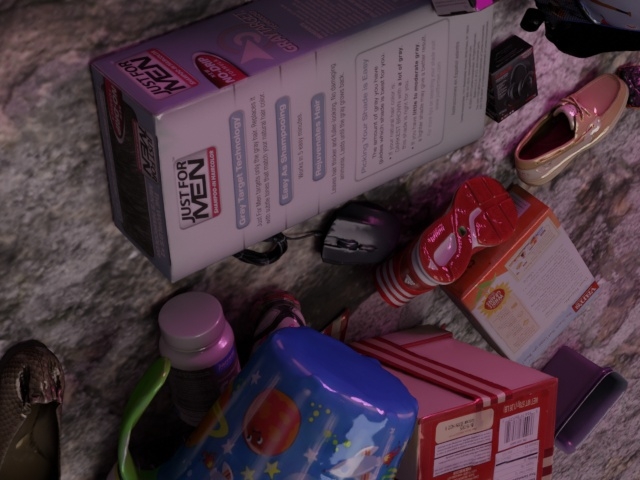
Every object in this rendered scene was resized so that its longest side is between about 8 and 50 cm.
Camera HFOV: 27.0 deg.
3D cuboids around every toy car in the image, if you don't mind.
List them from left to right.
[{"bbox_3d":[0.415,-0.198,1.642,0.122,0.060,0.040,-25,168,-18],"label":"toy car"}]

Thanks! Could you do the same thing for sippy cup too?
[{"bbox_3d":[-0.024,0.214,1.305,0.305,0.240,0.224,16,109,-48],"label":"sippy cup"}]

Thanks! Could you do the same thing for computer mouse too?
[{"bbox_3d":[0.000,0.000,1.419,0.242,0.041,0.071,-4,124,-41],"label":"computer mouse"}]

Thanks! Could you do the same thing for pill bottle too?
[{"bbox_3d":[-0.123,0.122,1.372,0.078,0.078,0.137,-30,138,-22],"label":"pill bottle"}]

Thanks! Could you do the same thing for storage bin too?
[{"bbox_3d":[0.357,0.221,1.898,0.135,0.091,0.098,-50,141,2],"label":"storage bin"}]

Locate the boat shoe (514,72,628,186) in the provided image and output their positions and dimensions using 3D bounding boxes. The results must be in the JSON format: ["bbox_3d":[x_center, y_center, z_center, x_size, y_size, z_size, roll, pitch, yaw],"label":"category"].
[{"bbox_3d":[0.295,-0.137,1.568,0.170,0.063,0.059,-46,147,-2],"label":"boat shoe"}]

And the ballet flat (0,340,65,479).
[{"bbox_3d":[-0.284,0.211,1.307,0.084,0.058,0.249,-13,129,-36],"label":"ballet flat"}]

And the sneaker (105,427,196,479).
[{"bbox_3d":[-0.152,0.258,1.478,0.235,0.084,0.097,5,143,-45],"label":"sneaker"}]

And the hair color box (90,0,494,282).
[{"bbox_3d":[-0.015,-0.129,1.243,0.374,0.113,0.185,-26,136,-27],"label":"hair color box"}]

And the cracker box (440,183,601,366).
[{"bbox_3d":[0.250,0.053,1.678,0.155,0.067,0.232,-46,140,-3],"label":"cracker box"}]

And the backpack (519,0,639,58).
[{"bbox_3d":[0.335,-0.321,1.299,0.276,0.263,0.213,-44,125,-7],"label":"backpack"}]

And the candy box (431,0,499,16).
[{"bbox_3d":[0.136,-0.335,1.169,0.159,0.071,0.233,-30,108,-22],"label":"candy box"}]

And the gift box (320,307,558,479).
[{"bbox_3d":[0.111,0.224,1.547,0.255,0.258,0.276,-4,104,-39],"label":"gift box"}]

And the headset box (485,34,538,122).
[{"bbox_3d":[0.205,-0.181,1.472,0.062,0.032,0.083,-35,141,-17],"label":"headset box"}]

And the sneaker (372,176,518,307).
[{"bbox_3d":[0.132,0.003,1.537,0.128,0.087,0.221,-30,-179,41],"label":"sneaker"}]

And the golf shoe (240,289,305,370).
[{"bbox_3d":[-0.052,0.150,1.449,0.068,0.086,0.186,-4,126,-13],"label":"golf shoe"}]
